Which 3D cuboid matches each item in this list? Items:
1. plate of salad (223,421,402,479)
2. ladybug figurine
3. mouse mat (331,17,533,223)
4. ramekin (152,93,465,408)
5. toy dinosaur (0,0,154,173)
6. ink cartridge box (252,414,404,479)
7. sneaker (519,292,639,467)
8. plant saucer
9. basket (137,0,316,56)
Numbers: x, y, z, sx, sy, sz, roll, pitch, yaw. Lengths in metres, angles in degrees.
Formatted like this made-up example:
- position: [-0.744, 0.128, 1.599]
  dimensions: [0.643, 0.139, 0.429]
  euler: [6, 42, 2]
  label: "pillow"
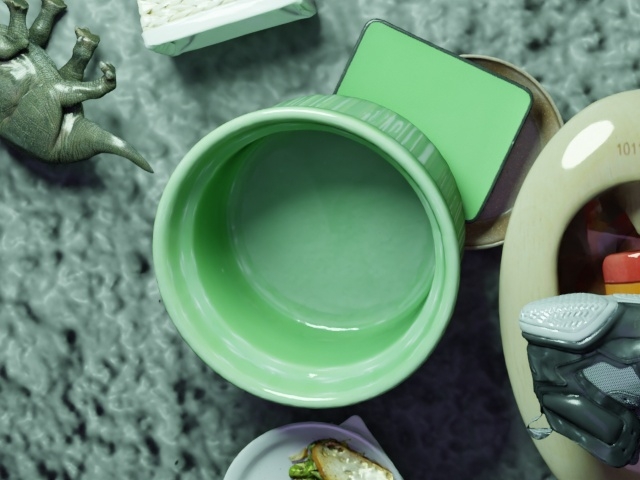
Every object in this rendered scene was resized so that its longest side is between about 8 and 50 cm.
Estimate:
- position: [-0.008, 0.283, 1.870]
  dimensions: [0.200, 0.048, 0.199]
  euler: [1, 97, 7]
  label: "plate of salad"
- position: [0.331, 0.076, 1.817]
  dimensions: [0.305, 0.162, 0.449]
  euler: [-3, 94, 9]
  label: "ladybug figurine"
- position: [0.103, -0.120, 1.874]
  dimensions: [0.190, 0.007, 0.152]
  euler: [26, 98, 4]
  label: "mouse mat"
- position: [0.000, 0.000, 1.835]
  dimensions: [0.303, 0.148, 0.303]
  euler: [4, 108, 13]
  label: "ramekin"
- position: [-0.299, -0.157, 1.923]
  dimensions: [0.313, 0.121, 0.160]
  euler: [37, 111, -1]
  label: "toy dinosaur"
- position: [-0.007, 0.272, 1.928]
  dimensions: [0.198, 0.067, 0.115]
  euler: [-35, 90, 11]
  label: "ink cartridge box"
- position: [0.315, 0.129, 1.695]
  dimensions: [0.269, 0.101, 0.153]
  euler: [2, 96, 14]
  label: "sneaker"
- position: [0.152, -0.090, 1.891]
  dimensions: [0.199, 0.036, 0.198]
  euler: [1, 95, 7]
  label: "plant saucer"
- position: [-0.101, -0.260, 1.873]
  dimensions: [0.167, 0.113, 0.103]
  euler: [-15, 89, 9]
  label: "basket"
